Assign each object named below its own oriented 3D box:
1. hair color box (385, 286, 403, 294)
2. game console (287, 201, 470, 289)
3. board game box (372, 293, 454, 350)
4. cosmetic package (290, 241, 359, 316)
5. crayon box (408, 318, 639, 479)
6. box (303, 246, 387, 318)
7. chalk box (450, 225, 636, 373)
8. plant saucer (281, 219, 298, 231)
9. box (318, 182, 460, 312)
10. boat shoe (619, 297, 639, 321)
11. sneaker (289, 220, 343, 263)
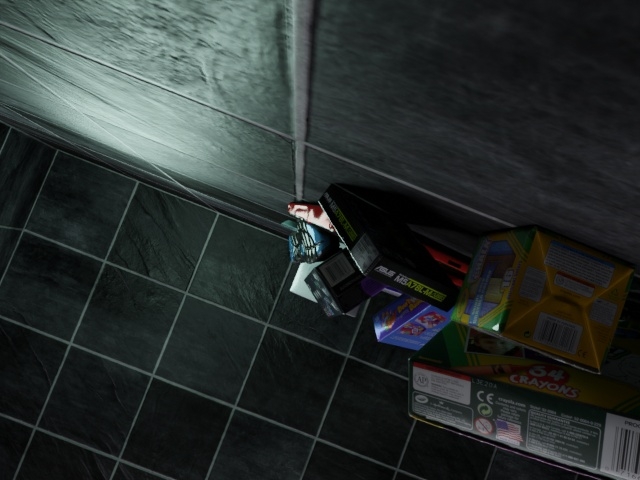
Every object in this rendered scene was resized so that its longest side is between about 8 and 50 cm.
[{"bbox_3d":[0.261,0.122,1.614,0.185,0.110,0.338,25,173,-37],"label":"hair color box"},{"bbox_3d":[0.143,0.008,1.150,0.386,0.060,0.342,24,-179,-23],"label":"game console"},{"bbox_3d":[0.348,0.215,1.438,0.347,0.078,0.233,19,134,-32],"label":"board game box"},{"bbox_3d":[0.048,0.122,1.892,0.224,0.225,0.138,19,176,24],"label":"cosmetic package"},{"bbox_3d":[0.359,0.195,0.787,0.362,0.106,0.313,8,-162,33],"label":"crayon box"},{"bbox_3d":[0.068,0.109,1.468,0.143,0.165,0.270,57,168,5],"label":"box"},{"bbox_3d":[0.264,0.069,0.694,0.132,0.132,0.213,21,177,-4],"label":"chalk box"},{"bbox_3d":[-0.070,-0.042,1.768,0.119,0.021,0.119,21,176,2],"label":"plant saucer"},{"bbox_3d":[0.102,0.009,0.804,0.184,0.045,0.191,23,-156,-34],"label":"box"},{"bbox_3d":[0.437,0.100,0.798,0.125,0.038,0.046,22,158,-8],"label":"boat shoe"},{"bbox_3d":[0.000,0.000,1.535,0.139,0.125,0.341,-6,179,-12],"label":"sneaker"}]
